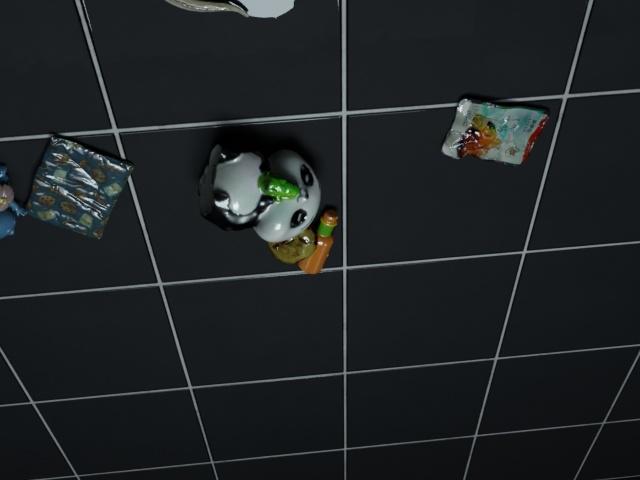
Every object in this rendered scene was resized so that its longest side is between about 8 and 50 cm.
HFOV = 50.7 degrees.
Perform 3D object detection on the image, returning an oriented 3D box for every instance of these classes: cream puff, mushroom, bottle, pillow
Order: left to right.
[{"bbox_3d":[-0.559,-0.114,1.546,0.188,0.034,0.256,20,129,-25],"label":"pillow"},{"bbox_3d":[-0.273,-0.474,1.232,0.306,0.043,0.068,29,150,-32],"label":"mushroom"},{"bbox_3d":[-0.066,-0.015,1.658,0.149,0.084,0.149,12,119,24],"label":"cream puff"},{"bbox_3d":[0.000,0.000,1.708,0.069,0.069,0.187,9,131,-16],"label":"bottle"}]

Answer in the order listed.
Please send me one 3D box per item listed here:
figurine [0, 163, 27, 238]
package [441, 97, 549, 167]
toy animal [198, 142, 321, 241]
[{"bbox_3d":[-0.746,-0.090,1.509,0.144,0.114,0.178,26,117,6],"label":"figurine"},{"bbox_3d":[0.397,-0.244,1.543,0.231,0.040,0.166,7,132,-16],"label":"package"},{"bbox_3d":[-0.127,-0.105,1.487,0.266,0.213,0.213,10,132,-15],"label":"toy animal"}]
